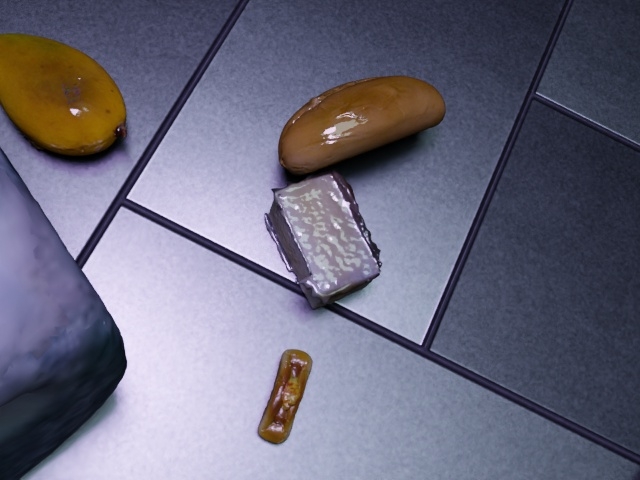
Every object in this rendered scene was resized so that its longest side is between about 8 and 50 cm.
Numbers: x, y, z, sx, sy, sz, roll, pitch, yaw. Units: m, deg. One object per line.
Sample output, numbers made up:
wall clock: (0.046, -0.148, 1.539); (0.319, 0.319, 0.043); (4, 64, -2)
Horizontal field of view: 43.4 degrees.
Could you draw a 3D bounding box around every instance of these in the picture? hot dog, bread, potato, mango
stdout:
hot dog: (-0.031, 0.140, 0.737); (0.030, 0.034, 0.090); (19, 69, -2)
bread: (0.038, -0.122, 0.802); (0.189, 0.114, 0.077); (-25, 92, -23)
potato: (0.001, 0.002, 0.779); (0.086, 0.061, 0.122); (-21, 77, -17)
mango: (-0.263, -0.148, 0.785); (0.187, 0.066, 0.101); (38, 67, 13)

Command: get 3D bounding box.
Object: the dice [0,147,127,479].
dice: (-0.353, 0.046, 0.545); (0.328, 0.348, 0.330); (-36, 79, -18)
